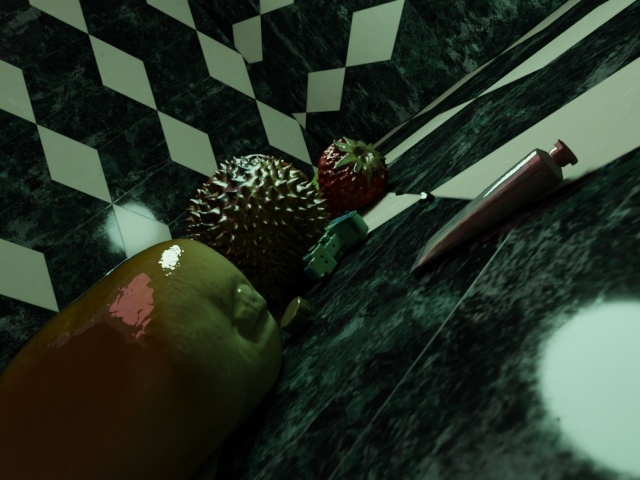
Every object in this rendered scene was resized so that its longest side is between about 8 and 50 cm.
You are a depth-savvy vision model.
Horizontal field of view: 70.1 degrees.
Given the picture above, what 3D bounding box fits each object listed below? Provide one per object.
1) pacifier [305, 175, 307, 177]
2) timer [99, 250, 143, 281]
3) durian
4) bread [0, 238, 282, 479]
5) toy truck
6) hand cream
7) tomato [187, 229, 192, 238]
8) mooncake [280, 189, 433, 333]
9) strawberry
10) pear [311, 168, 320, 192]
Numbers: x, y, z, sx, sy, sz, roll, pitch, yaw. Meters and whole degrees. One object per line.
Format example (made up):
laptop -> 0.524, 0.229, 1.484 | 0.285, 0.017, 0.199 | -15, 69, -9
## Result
pacifier -> -0.076, -0.126, 1.573 | 0.273, 0.220, 0.332 | -38, -14, 18
timer -> -0.604, 0.207, 1.722 | 0.173, 0.395, 0.395 | -33, 11, 47
durian -> -0.145, -0.021, 1.032 | 0.348, 0.348, 0.384 | -39, 50, 14
bread -> -0.239, 0.178, 0.603 | 0.376, 0.253, 0.348 | -38, 5, 13
toy truck -> 0.032, 0.008, 0.889 | 0.081, 0.067, 0.175 | -33, 12, 42
hand cream -> 0.183, -0.032, 0.512 | 0.210, 0.043, 0.067 | -42, 4, 34
tomato -> -0.306, 0.043, 1.497 | 0.317, 0.282, 0.316 | -42, 0, 0
mooncake -> 0.060, 0.014, 0.762 | 0.347, 0.057, 0.150 | -39, 20, -2
strawberry -> 0.074, -0.146, 1.247 | 0.205, 0.205, 0.244 | -49, -11, -43
pear -> 0.025, -0.206, 1.870 | 0.239, 0.139, 0.288 | -56, 12, 1
